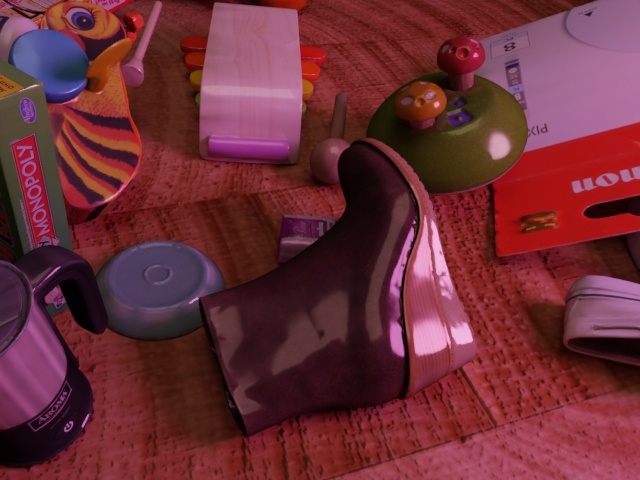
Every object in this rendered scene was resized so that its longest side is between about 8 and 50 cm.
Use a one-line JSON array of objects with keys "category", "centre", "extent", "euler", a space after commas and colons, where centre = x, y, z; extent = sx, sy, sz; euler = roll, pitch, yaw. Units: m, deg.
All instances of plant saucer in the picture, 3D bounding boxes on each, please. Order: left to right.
[{"category": "plant saucer", "centre": [-0.146, 0.036, 0.577], "extent": [0.119, 0.021, 0.119], "euler": [5, 43, -4]}]

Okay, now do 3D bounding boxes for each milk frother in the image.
[{"category": "milk frother", "centre": [-0.234, 0.063, 0.438], "extent": [0.143, 0.134, 0.129], "euler": [10, 51, 7]}]

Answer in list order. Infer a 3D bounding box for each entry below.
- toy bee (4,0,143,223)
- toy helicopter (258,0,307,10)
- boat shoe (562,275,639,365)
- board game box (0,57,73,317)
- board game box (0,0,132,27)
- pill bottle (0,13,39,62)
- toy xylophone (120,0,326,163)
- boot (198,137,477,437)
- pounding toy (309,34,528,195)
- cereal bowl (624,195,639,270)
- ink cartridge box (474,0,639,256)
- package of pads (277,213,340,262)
[{"category": "toy bee", "centre": [-0.237, -0.177, 0.644], "extent": [0.162, 0.298, 0.195], "euler": [-23, 18, -36]}, {"category": "toy helicopter", "centre": [-0.199, -0.470, 1.052], "extent": [0.355, 0.140, 0.235], "euler": [-14, 52, -6]}, {"category": "boat shoe", "centre": [0.325, 0.093, 0.549], "extent": [0.226, 0.083, 0.076], "euler": [7, 52, 30]}, {"category": "board game box", "centre": [-0.335, -0.091, 0.543], "extent": [0.317, 0.213, 0.046], "euler": [30, 46, 23]}, {"category": "board game box", "centre": [-0.388, -0.354, 0.924], "extent": [0.147, 0.045, 0.193], "euler": [32, 57, 23]}, {"category": "pill bottle", "centre": [-0.379, -0.209, 0.744], "extent": [0.180, 0.108, 0.108], "euler": [7, 42, -2]}, {"category": "toy xylophone", "centre": [-0.116, -0.225, 0.824], "extent": [0.236, 0.081, 0.322], "euler": [8, 42, -1]}, {"category": "boot", "centre": [-0.001, 0.023, 0.541], "extent": [0.207, 0.090, 0.248], "euler": [-11, 61, -16]}, {"category": "pounding toy", "centre": [0.107, -0.151, 0.708], "extent": [0.237, 0.110, 0.183], "euler": [0, 49, 16]}, {"category": "cereal bowl", "centre": [0.507, -0.012, 0.655], "extent": [0.339, 0.141, 0.339], "euler": [4, 42, -4]}, {"category": "ink cartridge box", "centre": [0.332, -0.162, 0.724], "extent": [0.308, 0.091, 0.385], "euler": [-13, 35, 22]}, {"category": "package of pads", "centre": [0.000, 0.000, 0.634], "extent": [0.083, 0.032, 0.050], "euler": [4, 40, -5]}]
